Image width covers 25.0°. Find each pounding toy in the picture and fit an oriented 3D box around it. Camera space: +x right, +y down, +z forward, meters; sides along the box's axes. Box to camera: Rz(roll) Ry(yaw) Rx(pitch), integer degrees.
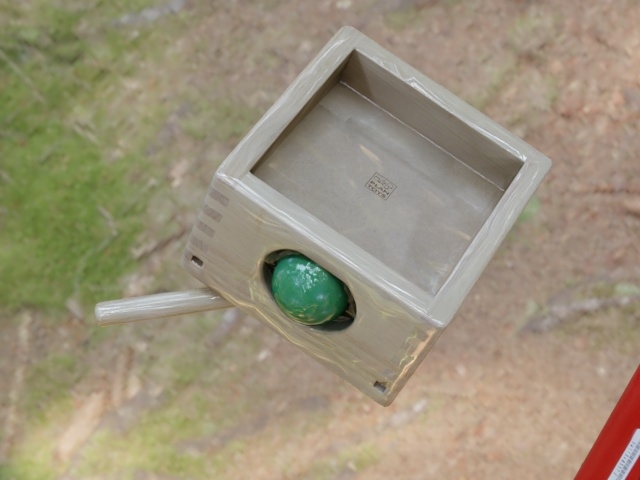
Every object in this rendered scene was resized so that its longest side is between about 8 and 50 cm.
[{"bbox_3d":[0.000,0.000,0.623,0.141,0.130,0.100,-52,-6,-37],"label":"pounding toy"}]

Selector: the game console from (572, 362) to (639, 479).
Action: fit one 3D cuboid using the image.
[{"bbox_3d":[0.181,0.103,0.590,0.124,0.144,0.085,40,40,26],"label":"game console"}]
